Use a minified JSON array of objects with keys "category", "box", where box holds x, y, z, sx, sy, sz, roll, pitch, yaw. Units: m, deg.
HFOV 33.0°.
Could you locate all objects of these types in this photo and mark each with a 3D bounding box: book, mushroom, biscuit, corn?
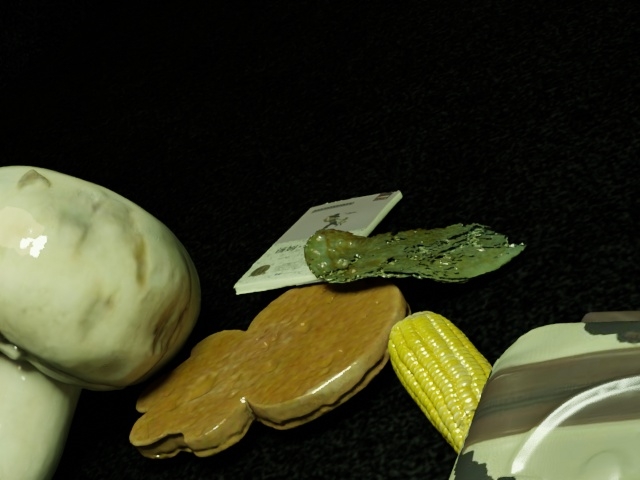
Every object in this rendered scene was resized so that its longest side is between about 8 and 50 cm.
[{"category":"book","box":[0.000,0.000,1.156,0.127,0.014,0.181,-10,23,36]},{"category":"mushroom","box":[-0.286,0.098,1.090,0.314,0.314,0.336,3,67,48]},{"category":"biscuit","box":[-0.047,0.122,1.019,0.289,0.044,0.202,-30,25,7]},{"category":"corn","box":[0.107,0.117,0.845,0.067,0.067,0.206,-34,29,-1]}]

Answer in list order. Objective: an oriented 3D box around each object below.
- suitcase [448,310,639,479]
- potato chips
[{"category":"suitcase","box":[0.204,0.202,0.489,0.352,0.194,0.339,-7,44,41]},{"category":"potato chips","box":[0.090,0.008,1.038,0.209,0.026,0.142,8,26,32]}]
